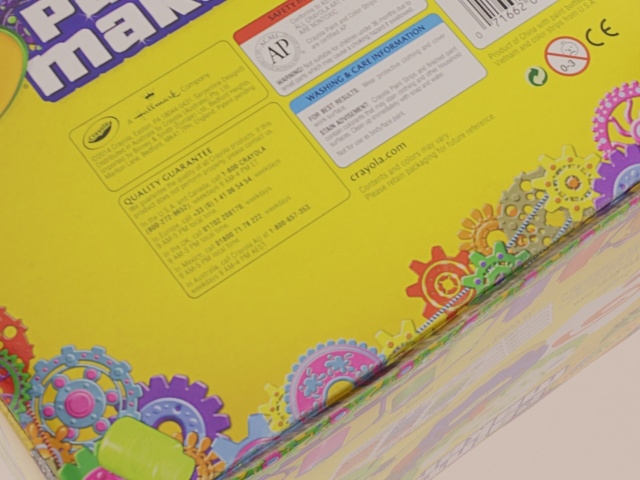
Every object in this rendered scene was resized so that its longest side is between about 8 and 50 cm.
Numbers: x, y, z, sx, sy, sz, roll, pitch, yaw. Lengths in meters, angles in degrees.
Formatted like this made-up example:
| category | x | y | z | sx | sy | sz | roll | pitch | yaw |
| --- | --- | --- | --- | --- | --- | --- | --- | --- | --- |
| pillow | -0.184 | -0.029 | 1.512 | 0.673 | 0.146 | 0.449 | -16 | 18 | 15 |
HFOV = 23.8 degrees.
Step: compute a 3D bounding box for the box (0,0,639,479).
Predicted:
| category | x | y | z | sx | sy | sz | roll | pitch | yaw |
| --- | --- | --- | --- | --- | --- | --- | --- | --- | --- |
| box | 0.000 | 0.000 | 0.592 | 0.290 | 0.279 | 0.177 | -33 | -108 | -17 |
